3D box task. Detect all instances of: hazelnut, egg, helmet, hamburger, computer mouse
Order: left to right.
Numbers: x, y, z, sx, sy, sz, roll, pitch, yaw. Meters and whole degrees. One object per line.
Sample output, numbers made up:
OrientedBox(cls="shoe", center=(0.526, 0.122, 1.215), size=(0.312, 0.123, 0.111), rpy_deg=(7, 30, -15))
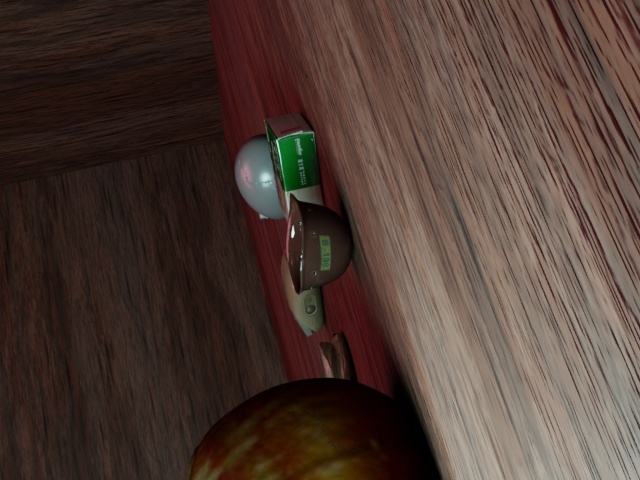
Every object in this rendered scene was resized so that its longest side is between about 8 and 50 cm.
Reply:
OrientedBox(cls="egg", center=(-0.106, -0.135, 1.922), size=(0.146, 0.146, 0.199), rpy_deg=(-116, 2, -58))
OrientedBox(cls="computer mouse", center=(-0.046, 0.112, 2.133), size=(0.145, 0.082, 0.236), rpy_deg=(-115, 15, -53))
OrientedBox(cls="helmet", center=(0.000, 0.000, 1.543), size=(0.155, 0.106, 0.175), rpy_deg=(-172, 75, -79))
OrientedBox(cls="hazelnut", center=(0.004, 0.426, 1.357), size=(0.402, 0.402, 0.429), rpy_deg=(89, 161, -55))
OrientedBox(cls="hamburger", center=(0.034, 0.272, 1.900), size=(0.133, 0.062, 0.140), rpy_deg=(-111, 9, -65))

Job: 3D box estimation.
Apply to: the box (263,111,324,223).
OrientedBox(cls="box", center=(-0.049, -0.138, 1.775), size=(0.135, 0.081, 0.199), rpy_deg=(-119, 16, -63))

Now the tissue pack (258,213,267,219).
OrientedBox(cls="tissue pack", center=(-0.120, -0.090, 2.317), size=(0.062, 0.083, 0.042), rpy_deg=(87, 169, -47))
